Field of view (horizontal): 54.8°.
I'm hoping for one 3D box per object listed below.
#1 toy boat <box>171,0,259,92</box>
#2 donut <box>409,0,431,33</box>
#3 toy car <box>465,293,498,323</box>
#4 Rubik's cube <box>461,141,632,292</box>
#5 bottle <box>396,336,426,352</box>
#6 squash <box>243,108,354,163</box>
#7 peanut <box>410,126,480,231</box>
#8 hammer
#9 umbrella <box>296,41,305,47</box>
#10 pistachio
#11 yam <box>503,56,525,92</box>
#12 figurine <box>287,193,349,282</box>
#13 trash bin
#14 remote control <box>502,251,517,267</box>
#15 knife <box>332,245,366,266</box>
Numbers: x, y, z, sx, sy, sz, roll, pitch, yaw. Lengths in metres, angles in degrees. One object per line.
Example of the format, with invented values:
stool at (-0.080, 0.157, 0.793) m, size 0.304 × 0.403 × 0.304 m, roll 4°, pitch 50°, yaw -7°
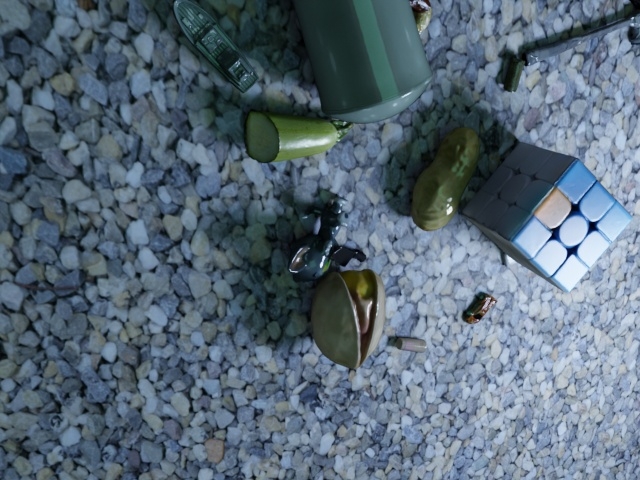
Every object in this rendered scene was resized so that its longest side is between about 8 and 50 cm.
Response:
toy boat at (-0.244, -0.454, 1.431) m, size 0.078 × 0.085 × 0.260 m, roll -44°, pitch 120°, yaw 1°
donut at (0.216, -0.573, 1.562) m, size 0.140 × 0.059 × 0.140 m, roll -15°, pitch 136°, yaw -15°
toy car at (0.531, 0.230, 2.048) m, size 0.059 × 0.035 × 0.122 m, roll 34°, pitch 95°, yaw -33°
Rubik's cube at (0.653, -0.075, 1.808) m, size 0.291 × 0.291 × 0.290 m, roll 36°, pitch 96°, yaw -23°
bottle at (0.294, 0.337, 1.995) m, size 0.096 × 0.045 × 0.045 m, roll 11°, pitch 107°, yaw -24°
squash at (-0.042, -0.257, 1.572) m, size 0.287 × 0.137 × 0.137 m, roll -1°, pitch 112°, yaw -23°
peanut at (0.352, -0.173, 1.752) m, size 0.147 × 0.147 × 0.319 m, roll 17°, pitch 107°, yaw -26°
hammer at (0.775, -0.583, 1.798) m, size 0.426 × 0.044 × 0.152 m, roll -24°, pitch 117°, yaw -10°
umbrella at (-0.006, -0.478, 1.556) m, size 0.122 × 0.013 × 0.022 m, roll 21°, pitch 123°, yaw -29°
pistachio at (0.085, 0.219, 1.762) m, size 0.229 × 0.230 × 0.309 m, roll -5°, pitch 122°, yaw -19°
yam at (0.551, -0.471, 1.758) m, size 0.043 × 0.043 × 0.094 m, roll 3°, pitch 112°, yaw -22°
figurine at (-0.003, -0.005, 1.678) m, size 0.140 × 0.193 × 0.265 m, roll 12°, pitch 88°, yaw 3°
trash bin at (0.089, -0.489, 1.436) m, size 0.280 × 0.280 × 0.432 m, roll -24°, pitch 113°, yaw -10°
remote control at (0.716, 0.011, 2.035) m, size 0.261 × 0.029 × 0.067 m, roll -24°, pitch 117°, yaw -8°
knife at (0.075, 0.048, 1.721) m, size 0.060 × 0.028 × 0.230 m, roll -57°, pitch 159°, yaw 6°
